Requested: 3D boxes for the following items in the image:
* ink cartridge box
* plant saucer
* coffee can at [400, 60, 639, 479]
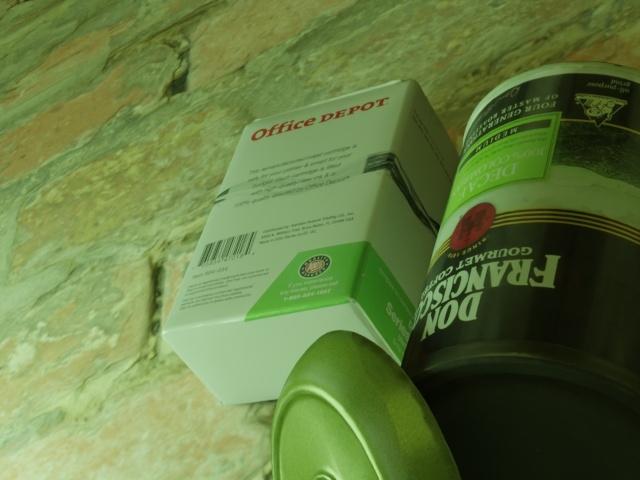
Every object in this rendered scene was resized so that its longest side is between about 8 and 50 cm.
[{"bbox_3d":[0.000,0.000,1.171,0.198,0.115,0.273,-12,41,30],"label":"ink cartridge box"},{"bbox_3d":[0.023,0.179,0.845,0.037,0.241,0.241,-12,25,-26],"label":"plant saucer"},{"bbox_3d":[0.172,0.039,0.903,0.201,0.201,0.275,-11,41,32],"label":"coffee can"}]
